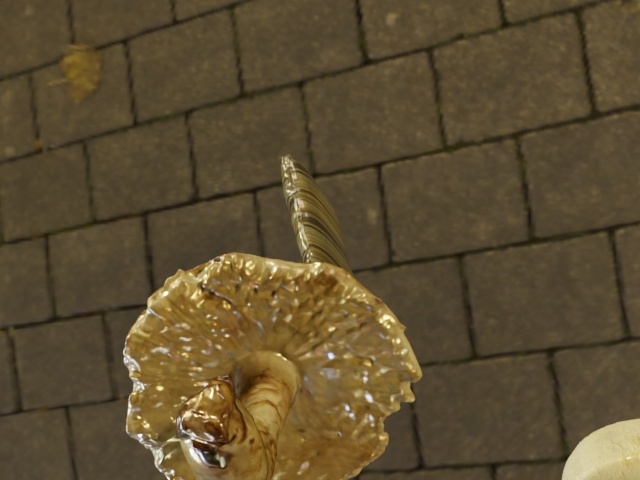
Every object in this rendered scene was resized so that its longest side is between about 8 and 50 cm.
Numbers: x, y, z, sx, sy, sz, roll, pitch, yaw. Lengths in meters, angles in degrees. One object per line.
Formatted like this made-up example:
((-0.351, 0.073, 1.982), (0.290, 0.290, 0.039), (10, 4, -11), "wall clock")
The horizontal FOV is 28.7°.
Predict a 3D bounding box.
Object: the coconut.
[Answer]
((0.431, 0.362, 1.612), (0.245, 0.247, 0.245), (3, 107, 10), "coconut")

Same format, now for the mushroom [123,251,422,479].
((-0.071, 0.138, 0.935), (0.208, 0.301, 0.233), (9, 111, 28), "mushroom")

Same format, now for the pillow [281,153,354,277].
((0.000, 0.000, 1.393), (0.038, 0.113, 0.203), (-29, 38, 13), "pillow")
